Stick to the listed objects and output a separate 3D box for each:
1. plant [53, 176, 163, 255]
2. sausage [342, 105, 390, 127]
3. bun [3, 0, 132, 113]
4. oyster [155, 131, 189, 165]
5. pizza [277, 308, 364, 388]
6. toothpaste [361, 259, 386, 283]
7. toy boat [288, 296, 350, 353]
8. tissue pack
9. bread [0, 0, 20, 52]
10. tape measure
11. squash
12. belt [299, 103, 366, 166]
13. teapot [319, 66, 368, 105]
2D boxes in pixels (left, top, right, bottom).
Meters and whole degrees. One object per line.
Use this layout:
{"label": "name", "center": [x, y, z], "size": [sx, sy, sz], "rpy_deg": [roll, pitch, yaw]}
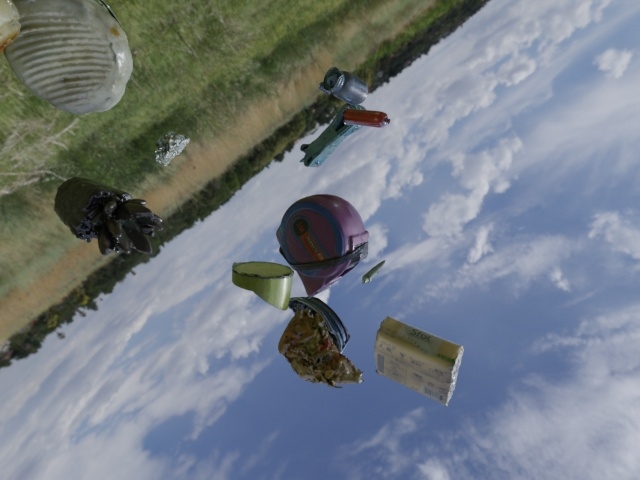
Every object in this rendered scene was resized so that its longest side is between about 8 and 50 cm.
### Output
{"label": "plant", "center": [-0.636, -0.069, 1.267], "size": [0.181, 0.321, 0.194], "rpy_deg": [-66, 158, 10]}
{"label": "sausage", "center": [0.122, -0.316, 1.074], "size": [0.048, 0.050, 0.145], "rpy_deg": [-4, -161, -45]}
{"label": "bun", "center": [-0.498, -0.384, 0.843], "size": [0.239, 0.239, 0.141], "rpy_deg": [-37, -153, 11]}
{"label": "oyster", "center": [-0.410, -0.251, 1.158], "size": [0.098, 0.037, 0.100], "rpy_deg": [6, 103, -67]}
{"label": "pizza", "center": [-0.014, 0.280, 1.003], "size": [0.147, 0.226, 0.069], "rpy_deg": [-41, 163, 15]}
{"label": "toothpaste", "center": [0.184, 0.111, 1.457], "size": [0.049, 0.031, 0.204], "rpy_deg": [-51, 170, 28]}
{"label": "toy boat", "center": [-0.023, 0.295, 1.466], "size": [0.142, 0.129, 0.309], "rpy_deg": [-18, -139, -36]}
{"label": "tissue pack", "center": [0.251, 0.315, 1.105], "size": [0.222, 0.186, 0.090], "rpy_deg": [18, -141, 31]}
{"label": "bread", "center": [-0.577, -0.272, 0.579], "size": [0.305, 0.159, 0.305], "rpy_deg": [-22, -135, 24]}
{"label": "tape measure", "center": [0.000, 0.000, 1.107], "size": [0.245, 0.231, 0.149], "rpy_deg": [-37, 167, 33]}
{"label": "squash", "center": [-0.201, 0.142, 1.407], "size": [0.220, 0.220, 0.133], "rpy_deg": [-133, -124, -73]}
{"label": "belt", "center": [0.037, -0.355, 1.435], "size": [0.072, 0.087, 0.302], "rpy_deg": [-12, 162, -49]}
{"label": "teapot", "center": [0.043, -0.284, 0.768], "size": [0.063, 0.083, 0.049], "rpy_deg": [41, -68, 44]}
